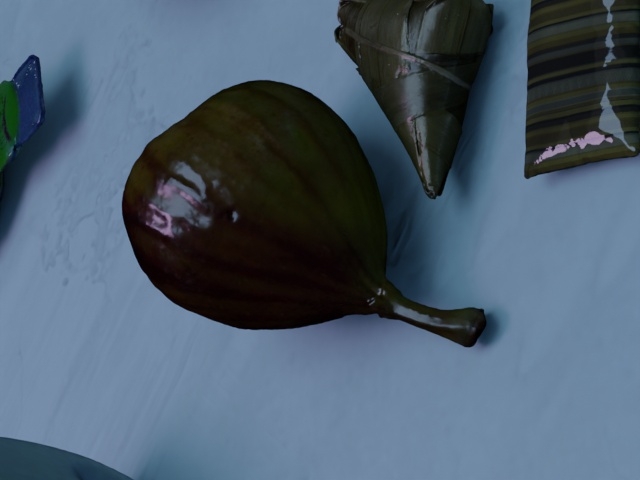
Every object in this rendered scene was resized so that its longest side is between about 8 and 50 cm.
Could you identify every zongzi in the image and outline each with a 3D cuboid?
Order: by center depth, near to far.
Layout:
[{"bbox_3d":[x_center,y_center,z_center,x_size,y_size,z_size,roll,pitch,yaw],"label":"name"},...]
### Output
[{"bbox_3d":[0.064,-0.123,1.617,0.160,0.078,0.176,6,85,56],"label":"zongzi"}]

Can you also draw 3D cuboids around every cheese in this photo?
[{"bbox_3d":[-0.386,-0.081,2.131,0.320,0.083,0.204,-39,48,38],"label":"cheese"}]

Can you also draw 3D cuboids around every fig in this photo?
[{"bbox_3d":[0.000,0.000,1.575,0.321,0.217,0.217,28,100,32],"label":"fig"}]

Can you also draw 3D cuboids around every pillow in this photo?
[{"bbox_3d":[0.204,-0.151,1.486,0.113,0.038,0.203,-11,70,45],"label":"pillow"}]

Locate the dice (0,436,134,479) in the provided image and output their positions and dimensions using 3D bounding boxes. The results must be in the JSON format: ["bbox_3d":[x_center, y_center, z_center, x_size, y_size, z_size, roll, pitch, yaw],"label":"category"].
[{"bbox_3d":[-0.262,0.342,1.687,0.262,0.268,0.264,40,109,50],"label":"dice"}]
